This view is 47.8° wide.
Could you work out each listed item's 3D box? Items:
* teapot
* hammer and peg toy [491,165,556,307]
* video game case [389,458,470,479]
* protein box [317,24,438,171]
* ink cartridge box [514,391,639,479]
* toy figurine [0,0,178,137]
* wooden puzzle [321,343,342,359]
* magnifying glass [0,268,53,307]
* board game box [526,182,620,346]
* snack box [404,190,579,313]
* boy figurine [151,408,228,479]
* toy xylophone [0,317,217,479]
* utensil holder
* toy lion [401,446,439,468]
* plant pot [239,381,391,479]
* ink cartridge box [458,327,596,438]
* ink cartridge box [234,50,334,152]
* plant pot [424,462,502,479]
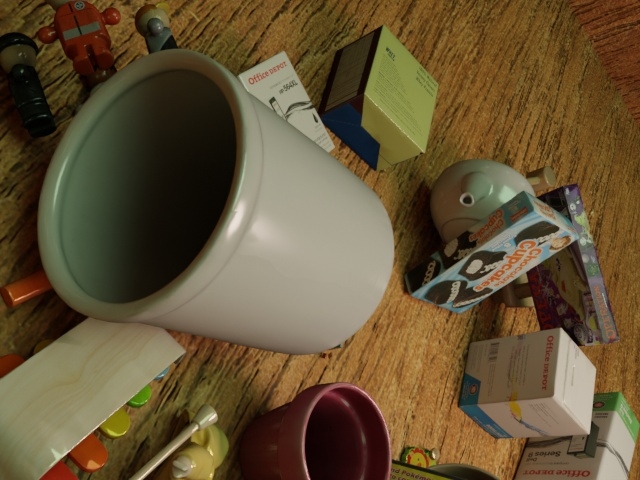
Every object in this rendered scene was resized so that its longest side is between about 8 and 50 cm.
[{"bbox_3d":[0.352,-0.042,1.615,0.256,0.252,0.187,32,59,-18],"label":"teapot"},{"bbox_3d":[0.524,-0.008,1.848,0.266,0.127,0.361,2,75,-38],"label":"hammer and peg toy"},{"bbox_3d":[0.137,0.483,1.173,0.248,0.275,0.035,-62,154,-42],"label":"video game case"},{"bbox_3d":[0.125,-0.295,1.518,0.200,0.136,0.201,38,52,-32],"label":"protein box"},{"bbox_3d":[0.612,0.508,1.717,0.121,0.211,0.289,58,43,-17],"label":"ink cartridge box"},{"bbox_3d":[-0.307,-0.244,0.979,0.209,0.213,0.148,-3,63,-51],"label":"toy figurine"},{"bbox_3d":[0.023,0.174,1.311,0.006,0.049,0.083,27,58,-37],"label":"wooden puzzle"},{"bbox_3d":[-0.330,0.033,0.997,0.231,0.026,0.092,-31,100,-50],"label":"magnifying glass"},{"bbox_3d":[0.540,0.066,1.621,0.056,0.208,0.347,-10,81,-17],"label":"board game box"},{"bbox_3d":[0.357,0.035,1.522,0.187,0.322,0.060,22,41,-41],"label":"snack box"},{"bbox_3d":[-0.202,0.322,0.939,0.092,0.177,0.285,34,35,1],"label":"boy figurine"},{"bbox_3d":[-0.279,0.202,0.899,0.236,0.081,0.322,50,42,10],"label":"toy xylophone"},{"bbox_3d":[-0.118,-0.021,0.980,0.385,0.327,0.328,27,57,-55],"label":"utensil holder"},{"bbox_3d":[0.198,0.455,1.424,0.096,0.034,0.100,-5,81,-41],"label":"toy lion"},{"bbox_3d":[-0.020,0.326,1.113,0.201,0.180,0.201,18,64,-42],"label":"plant pot"},{"bbox_3d":[0.459,0.322,1.598,0.168,0.232,0.171,43,49,-29],"label":"ink cartridge box"},{"bbox_3d":[-0.084,-0.218,1.302,0.148,0.086,0.203,-44,110,-46],"label":"ink cartridge box"},{"bbox_3d":[0.250,0.589,1.294,0.256,0.256,0.274,-56,139,-42],"label":"plant pot"}]
